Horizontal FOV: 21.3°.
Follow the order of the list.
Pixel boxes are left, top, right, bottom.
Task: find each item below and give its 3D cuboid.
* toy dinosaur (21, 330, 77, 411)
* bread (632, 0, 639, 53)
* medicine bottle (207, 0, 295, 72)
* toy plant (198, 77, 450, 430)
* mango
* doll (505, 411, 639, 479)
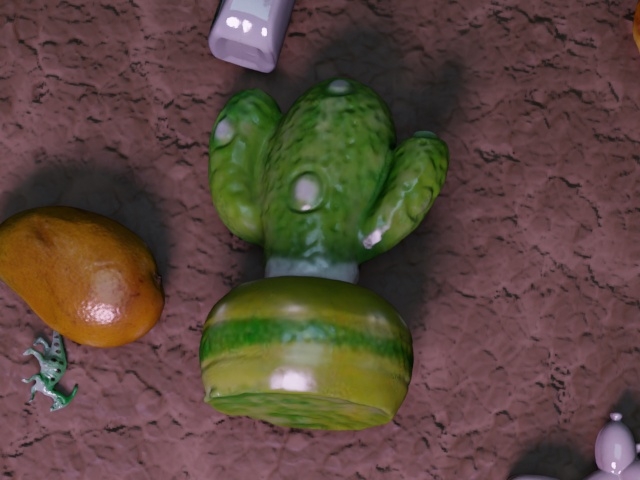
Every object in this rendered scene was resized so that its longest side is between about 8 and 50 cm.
[{"bbox_3d":[-0.239,0.114,1.555,0.062,0.021,0.083,44,73,-5],"label":"toy dinosaur"},{"bbox_3d":[0.462,-0.224,1.550,0.344,0.149,0.195,-28,77,-6],"label":"bread"},{"bbox_3d":[-0.046,-0.253,1.560,0.069,0.119,0.183,18,81,2],"label":"medicine bottle"},{"bbox_3d":[0.000,0.000,1.508,0.224,0.184,0.316,-2,71,17],"label":"toy plant"},{"bbox_3d":[-0.215,0.027,1.536,0.165,0.089,0.115,42,90,9],"label":"mango"},{"bbox_3d":[0.249,0.241,1.526,0.160,0.059,0.161,-14,82,-3],"label":"doll"}]
